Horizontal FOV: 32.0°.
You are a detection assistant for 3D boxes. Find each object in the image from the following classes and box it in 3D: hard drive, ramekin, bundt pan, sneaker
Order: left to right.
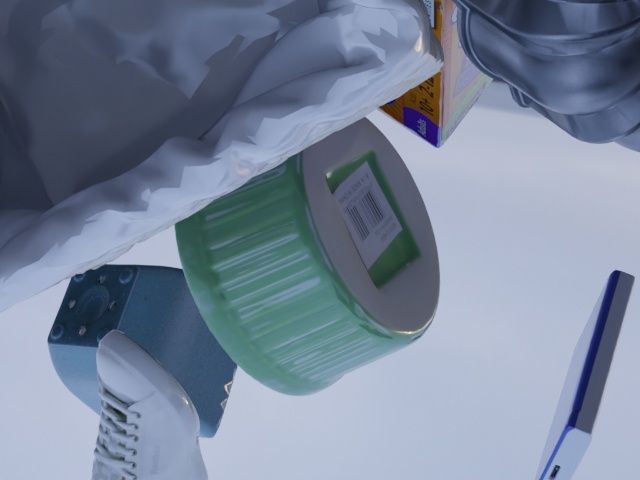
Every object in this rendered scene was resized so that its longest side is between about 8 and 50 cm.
[{"bbox_3d":[-0.199,0.222,1.198,0.106,0.290,0.123,27,-125,32],"label":"sneaker"},{"bbox_3d":[0.000,0.000,1.185,0.148,0.303,0.303,-23,170,30],"label":"ramekin"},{"bbox_3d":[0.383,0.220,1.631,0.040,0.210,0.319,21,-134,10],"label":"hard drive"},{"bbox_3d":[0.251,-0.194,0.726,0.330,0.331,0.124,6,-147,-24],"label":"bundt pan"}]

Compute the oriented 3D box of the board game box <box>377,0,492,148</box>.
[{"bbox_3d":[0.076,-0.378,1.093,0.356,0.356,0.356,35,171,13],"label":"board game box"}]

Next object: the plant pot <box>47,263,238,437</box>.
[{"bbox_3d":[-0.301,0.157,1.841,0.247,0.248,0.252,0,152,34],"label":"plant pot"}]

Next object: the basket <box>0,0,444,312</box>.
[{"bbox_3d":[-0.136,-0.154,0.596,0.328,0.331,0.266,-28,179,15],"label":"basket"}]
